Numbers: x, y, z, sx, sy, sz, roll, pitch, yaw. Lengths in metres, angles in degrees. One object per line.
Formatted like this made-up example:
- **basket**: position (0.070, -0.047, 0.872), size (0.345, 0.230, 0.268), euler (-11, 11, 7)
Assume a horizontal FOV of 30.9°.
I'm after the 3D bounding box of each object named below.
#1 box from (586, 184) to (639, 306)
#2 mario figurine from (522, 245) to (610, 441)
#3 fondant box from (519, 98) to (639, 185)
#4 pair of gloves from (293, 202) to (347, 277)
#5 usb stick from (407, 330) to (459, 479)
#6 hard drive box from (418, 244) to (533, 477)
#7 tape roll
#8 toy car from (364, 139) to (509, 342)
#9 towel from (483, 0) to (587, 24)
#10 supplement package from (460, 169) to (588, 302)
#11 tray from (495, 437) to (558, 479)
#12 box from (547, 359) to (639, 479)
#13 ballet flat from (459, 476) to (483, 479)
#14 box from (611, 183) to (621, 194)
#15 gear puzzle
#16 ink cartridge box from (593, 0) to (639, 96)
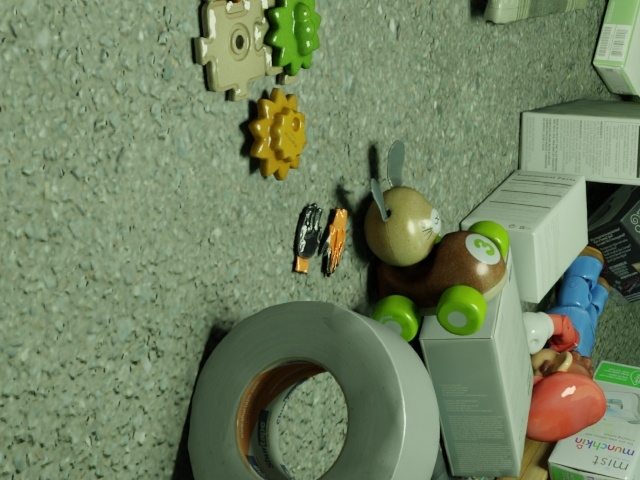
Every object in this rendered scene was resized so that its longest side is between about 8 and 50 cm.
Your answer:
- **box**: position (0.530, -0.038, 1.794), size (0.247, 0.163, 0.142), euler (-42, 94, -24)
- **mario figurine**: position (0.324, 0.150, 1.678), size (0.198, 0.170, 0.320), euler (38, 46, -14)
- **fondant box**: position (0.476, -0.137, 1.612), size (0.238, 0.330, 0.096), euler (-19, 113, -56)
- **pair of gloves**: position (0.000, 0.000, 1.190), size (0.083, 0.010, 0.074), euler (8, 92, -55)
- **usb stick**: position (0.123, 0.225, 1.406), size (0.077, 0.045, 0.278), euler (-52, 137, -41)
- **hard drive box**: position (0.198, 0.147, 1.423), size (0.181, 0.089, 0.232), euler (-69, 150, -50)
- **tape roll**: position (-0.009, 0.164, 1.018), size (0.072, 0.219, 0.219), euler (27, 74, -57)
- **toy car**: position (0.108, -0.011, 1.253), size (0.188, 0.149, 0.155), euler (64, 32, -26)
- **towel**: position (0.288, -0.441, 1.475), size (0.312, 0.056, 0.324), euler (-22, 122, -54)
- **supplement package**: position (0.273, -0.009, 1.532), size (0.179, 0.105, 0.105), euler (-39, 128, -47)
- **tray**: position (0.373, 0.452, 1.834), size (0.203, 0.076, 0.411), euler (-54, 138, -36)
- **box**: position (0.458, 0.361, 1.758), size (0.231, 0.127, 0.262), euler (-50, 137, -39)
- **ballet flat**: position (0.215, 0.303, 1.587), size (0.114, 0.041, 0.041), euler (-27, 119, -53)
- **box**: position (0.573, -0.047, 2.003), size (0.184, 0.103, 0.261), euler (44, 61, -55)
- **gear puzzle**: position (-0.045, -0.214, 1.033), size (0.175, 0.044, 0.338), euler (-29, 121, -52)
- **ink cartridge box**: position (0.519, -0.316, 1.897), size (0.235, 0.056, 0.171), euler (33, 70, -59)
